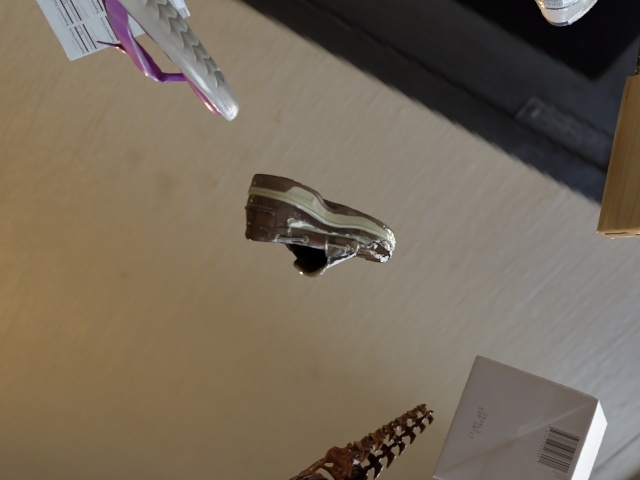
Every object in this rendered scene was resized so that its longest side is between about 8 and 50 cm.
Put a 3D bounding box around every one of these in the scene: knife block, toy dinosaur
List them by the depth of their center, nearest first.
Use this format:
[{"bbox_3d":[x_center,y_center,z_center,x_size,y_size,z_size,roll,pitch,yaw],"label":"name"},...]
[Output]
[{"bbox_3d":[0.003,0.295,1.334,0.218,0.322,0.164,22,177,45],"label":"toy dinosaur"},{"bbox_3d":[0.425,-0.163,1.672,0.276,0.088,0.242,-32,-77,-28],"label":"knife block"}]

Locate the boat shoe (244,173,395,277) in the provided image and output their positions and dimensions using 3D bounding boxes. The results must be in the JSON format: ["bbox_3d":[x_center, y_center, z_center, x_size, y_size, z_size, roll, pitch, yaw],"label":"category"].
[{"bbox_3d":[-0.006,-0.001,1.639,0.257,0.095,0.095,23,-102,-45],"label":"boat shoe"}]

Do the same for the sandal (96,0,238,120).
[{"bbox_3d":[-0.269,-0.312,1.812,0.416,0.102,0.169,49,-169,-18],"label":"sandal"}]

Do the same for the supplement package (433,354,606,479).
[{"bbox_3d":[0.287,0.289,1.866,0.175,0.177,0.293,19,172,17],"label":"supplement package"}]

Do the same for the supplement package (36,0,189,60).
[{"bbox_3d":[-0.338,-0.423,2.081,0.203,0.149,0.194,-20,-126,1],"label":"supplement package"}]

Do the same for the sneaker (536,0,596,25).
[{"bbox_3d":[0.310,-0.353,1.482,0.094,0.258,0.091,34,170,20],"label":"sneaker"}]
